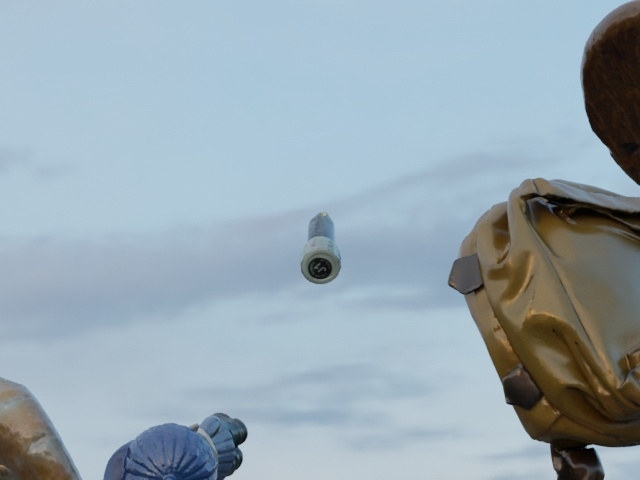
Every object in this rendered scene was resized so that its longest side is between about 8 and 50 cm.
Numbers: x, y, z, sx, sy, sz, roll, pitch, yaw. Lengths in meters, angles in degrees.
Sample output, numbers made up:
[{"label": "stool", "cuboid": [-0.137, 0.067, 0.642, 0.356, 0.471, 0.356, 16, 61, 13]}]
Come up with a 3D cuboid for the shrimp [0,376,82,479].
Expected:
[{"label": "shrimp", "cuboid": [-0.292, 0.196, 1.655, 0.077, 0.168, 0.317, -30, 20, -23]}]

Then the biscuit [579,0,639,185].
[{"label": "biscuit", "cuboid": [0.258, -0.076, 1.111, 0.212, 0.036, 0.212, 25, -31, 16]}]

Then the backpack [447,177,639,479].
[{"label": "backpack", "cuboid": [0.331, 0.094, 2.062, 0.378, 0.353, 0.201, 4, -31, -42]}]

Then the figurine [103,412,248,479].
[{"label": "figurine", "cuboid": [-0.106, 0.178, 1.398, 0.087, 0.086, 0.149, 21, 12, 23]}]

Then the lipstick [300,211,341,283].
[{"label": "lipstick", "cuboid": [0.000, 0.000, 1.600, 0.037, 0.037, 0.116, -4, 24, 2]}]
